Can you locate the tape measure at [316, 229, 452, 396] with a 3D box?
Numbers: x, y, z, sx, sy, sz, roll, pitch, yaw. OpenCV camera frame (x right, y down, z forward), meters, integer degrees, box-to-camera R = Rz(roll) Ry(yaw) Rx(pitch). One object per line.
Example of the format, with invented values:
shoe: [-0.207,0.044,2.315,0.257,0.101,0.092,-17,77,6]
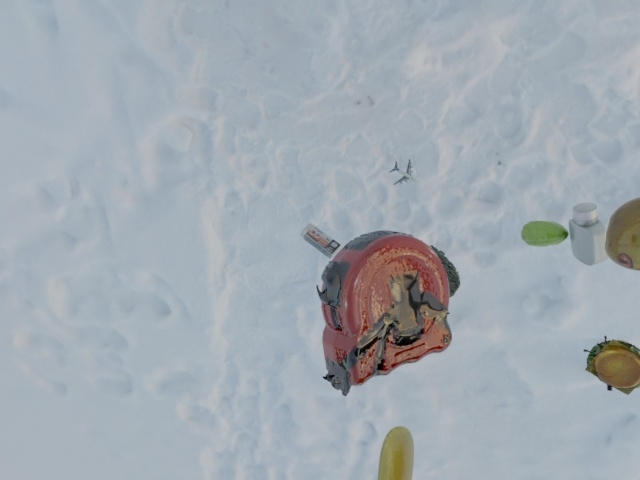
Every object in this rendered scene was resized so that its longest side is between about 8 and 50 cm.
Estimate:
tape measure: [0.114,0.112,0.818,0.114,0.253,0.260,4,103,60]

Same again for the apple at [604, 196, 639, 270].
apple: [0.780,-0.015,1.109,0.155,0.182,0.182,-1,126,49]

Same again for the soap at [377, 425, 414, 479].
soap: [0.111,0.366,0.683,0.033,0.168,0.089,-6,159,42]

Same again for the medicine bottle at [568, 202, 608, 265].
medicine bottle: [0.816,-0.021,1.404,0.070,0.119,0.183,-21,115,3]

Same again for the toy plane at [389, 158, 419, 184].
toy plane: [0.223,-0.174,1.205,0.085,0.024,0.077,27,104,-16]

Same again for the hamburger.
hamburger: [0.946,0.390,1.450,0.189,0.093,0.164,46,123,14]

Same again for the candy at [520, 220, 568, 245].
candy: [0.771,-0.023,1.565,0.097,0.209,0.096,0,92,-4]

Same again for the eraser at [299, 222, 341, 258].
eraser: [0.000,0.000,1.399,0.122,0.052,0.029,36,144,12]

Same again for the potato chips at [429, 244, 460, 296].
potato chips: [0.367,0.121,1.577,0.220,0.029,0.202,-20,104,45]
